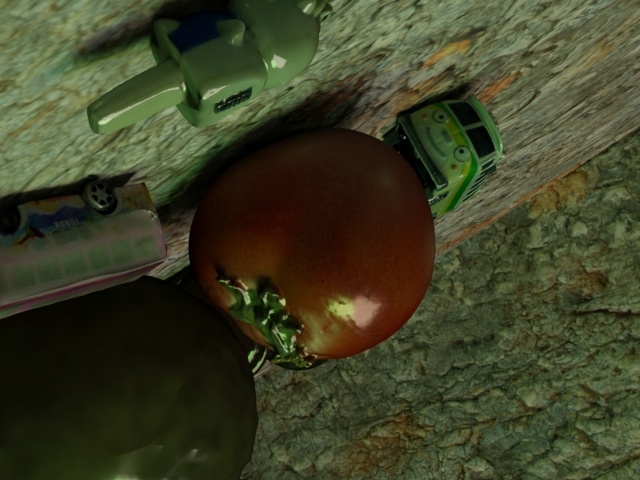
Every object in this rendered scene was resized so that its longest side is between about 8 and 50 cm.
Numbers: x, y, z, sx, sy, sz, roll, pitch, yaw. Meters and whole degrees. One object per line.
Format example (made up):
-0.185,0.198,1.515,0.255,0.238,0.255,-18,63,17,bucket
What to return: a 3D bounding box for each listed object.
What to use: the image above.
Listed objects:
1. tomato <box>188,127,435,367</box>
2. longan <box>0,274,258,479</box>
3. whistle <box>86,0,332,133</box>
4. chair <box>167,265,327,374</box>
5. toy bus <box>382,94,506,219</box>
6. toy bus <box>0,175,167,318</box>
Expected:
0.000,0.000,1.437,0.321,0.321,0.321,-28,169,-6,tomato
-0.289,0.233,1.403,0.436,0.404,0.404,-5,162,-15,longan
-0.093,-0.158,0.961,0.244,0.092,0.110,-28,171,-18,whistle
-0.126,0.139,1.890,0.226,0.226,0.401,-34,168,22,chair
0.191,-0.126,1.732,0.165,0.133,0.276,-27,170,-9,toy bus
-0.291,0.008,1.173,0.090,0.112,0.274,-29,172,40,toy bus
